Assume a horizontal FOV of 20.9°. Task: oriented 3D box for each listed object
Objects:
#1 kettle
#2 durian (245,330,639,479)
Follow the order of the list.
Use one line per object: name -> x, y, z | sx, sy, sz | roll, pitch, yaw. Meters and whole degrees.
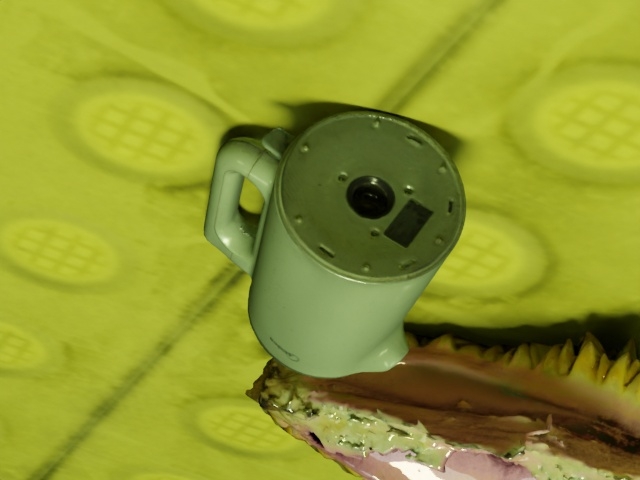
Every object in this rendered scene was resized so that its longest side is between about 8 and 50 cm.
kettle -> 0.001, 0.006, 0.931 | 0.126, 0.098, 0.148 | 9, 154, -8
durian -> 0.128, 0.116, 1.074 | 0.341, 0.112, 0.191 | 5, 160, 26
